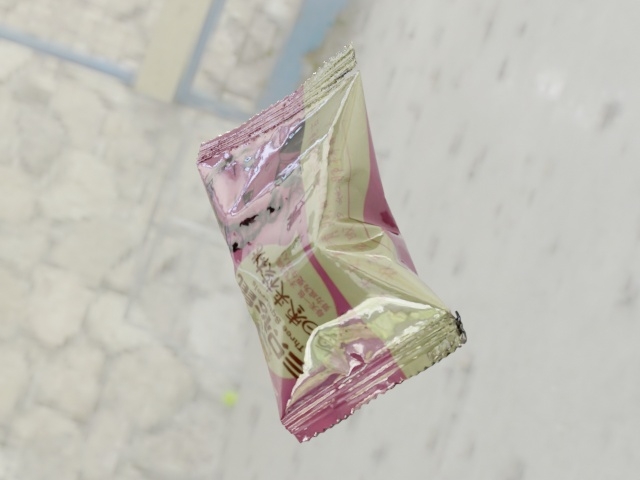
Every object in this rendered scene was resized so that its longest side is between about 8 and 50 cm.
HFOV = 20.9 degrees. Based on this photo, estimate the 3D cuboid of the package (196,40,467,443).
[{"bbox_3d":[0.000,0.000,0.421,0.059,0.029,0.083,-33,68,35],"label":"package"}]
